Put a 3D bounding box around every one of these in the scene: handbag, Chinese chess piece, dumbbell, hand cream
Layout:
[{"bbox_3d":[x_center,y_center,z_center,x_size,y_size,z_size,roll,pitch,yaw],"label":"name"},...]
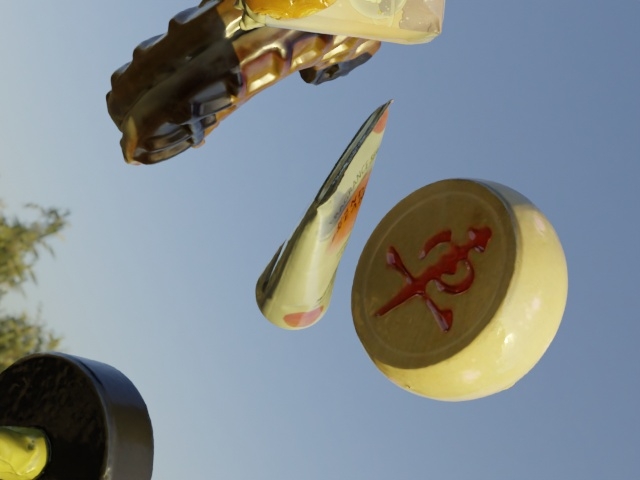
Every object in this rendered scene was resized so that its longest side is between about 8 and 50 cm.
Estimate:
[{"bbox_3d":[0.018,-0.224,0.973,0.095,0.173,0.117,-170,-96,-89],"label":"handbag"},{"bbox_3d":[0.147,0.051,1.311,0.097,0.251,0.251,31,10,-42],"label":"Chinese chess piece"},{"bbox_3d":[-0.317,0.179,1.051,0.322,0.204,0.204,25,25,-54],"label":"dumbbell"},{"bbox_3d":[0.000,0.000,1.117,0.078,0.124,0.341,32,-29,2],"label":"hand cream"}]

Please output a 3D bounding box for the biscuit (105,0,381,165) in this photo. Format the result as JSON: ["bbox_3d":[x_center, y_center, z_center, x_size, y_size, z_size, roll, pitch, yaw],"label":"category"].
[{"bbox_3d":[-0.069,-0.215,1.343,0.115,0.366,0.268,58,-15,3],"label":"biscuit"}]

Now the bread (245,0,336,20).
[{"bbox_3d":[-0.020,-0.204,0.899,0.083,0.046,0.081,22,-72,12],"label":"bread"}]
